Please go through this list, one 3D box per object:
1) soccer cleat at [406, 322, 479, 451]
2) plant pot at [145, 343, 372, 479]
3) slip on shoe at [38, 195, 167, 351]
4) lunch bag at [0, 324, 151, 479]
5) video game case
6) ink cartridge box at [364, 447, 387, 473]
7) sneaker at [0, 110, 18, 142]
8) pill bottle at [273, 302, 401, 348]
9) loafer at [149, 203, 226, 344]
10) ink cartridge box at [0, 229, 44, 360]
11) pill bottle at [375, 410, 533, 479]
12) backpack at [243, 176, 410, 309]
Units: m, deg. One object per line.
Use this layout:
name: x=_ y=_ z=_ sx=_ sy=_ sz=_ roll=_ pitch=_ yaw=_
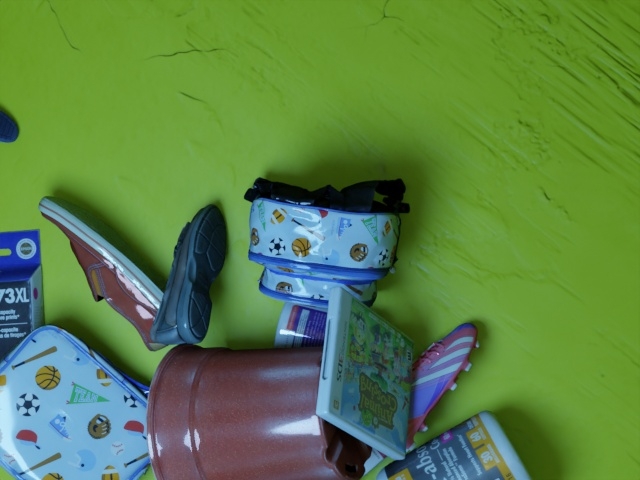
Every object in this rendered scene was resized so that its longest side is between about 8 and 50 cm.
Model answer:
soccer cleat: x=0.163 y=0.220 z=1.636 sx=0.095 sy=0.083 sz=0.248 roll=35 pitch=74 yaw=2
plant pot: x=-0.077 y=0.274 z=1.548 sx=0.265 sy=0.272 sz=0.272 roll=-10 pitch=86 yaw=23
slip on shoe: x=-0.350 y=0.053 z=1.701 sx=0.331 sy=0.123 sz=0.101 roll=45 pitch=95 yaw=1
lunch bag: x=-0.400 y=0.292 z=1.659 sx=0.303 sy=0.115 sz=0.243 roll=43 pitch=74 yaw=-8
video game case: x=0.071 y=0.196 z=1.505 sx=0.023 sy=0.212 sz=0.193 roll=-13 pitch=56 yaw=33
ink cartridge box: x=0.039 y=0.337 z=1.674 sx=0.150 sy=0.063 sz=0.109 roll=-41 pitch=85 yaw=1
sneaker: x=-0.590 y=-0.200 z=1.767 sx=0.144 sy=0.059 sz=0.053 roll=20 pitch=57 yaw=-9
pill bottle: x=0.029 y=0.162 z=1.662 sx=0.193 sy=0.108 sz=0.108 roll=13 pitch=88 yaw=6
loafer: x=-0.216 y=0.050 z=1.649 sx=0.084 sy=0.096 sz=0.268 roll=-12 pitch=45 yaw=20
ink cartridge box: x=-0.558 y=0.170 z=1.739 sx=0.175 sy=0.069 sz=0.371 roll=-4 pitch=84 yaw=4
pill bottle: x=0.187 y=0.399 z=1.610 sx=0.278 sy=0.162 sz=0.162 roll=-31 pitch=85 yaw=3
backpack: x=0.000 y=0.000 z=1.595 sx=0.276 sy=0.263 sz=0.213 roll=2 pitch=87 yaw=4
